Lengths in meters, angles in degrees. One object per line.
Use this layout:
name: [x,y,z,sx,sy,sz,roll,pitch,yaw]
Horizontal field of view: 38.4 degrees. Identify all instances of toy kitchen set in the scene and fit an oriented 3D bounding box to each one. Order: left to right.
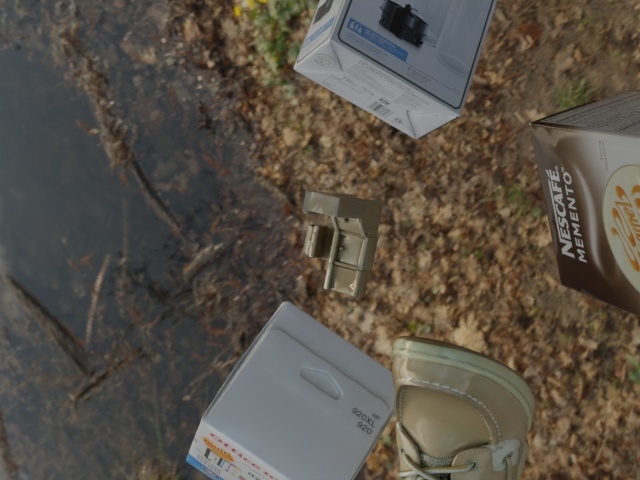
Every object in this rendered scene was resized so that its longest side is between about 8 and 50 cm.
toy kitchen set: [0.000,0.000,0.773,0.068,0.075,0.083,14,96,31]

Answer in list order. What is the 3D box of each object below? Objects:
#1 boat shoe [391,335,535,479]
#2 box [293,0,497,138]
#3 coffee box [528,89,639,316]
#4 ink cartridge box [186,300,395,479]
boat shoe: [0.115,0.173,0.766,0.109,0.098,0.302,13,154,23]
box: [0.102,-0.279,0.999,0.169,0.289,0.087,28,158,-19]
coffee box: [0.256,-0.017,0.605,0.246,0.098,0.141,-152,44,-68]
ink cartridge box: [-0.035,0.212,1.068,0.171,0.168,0.232,33,154,3]
